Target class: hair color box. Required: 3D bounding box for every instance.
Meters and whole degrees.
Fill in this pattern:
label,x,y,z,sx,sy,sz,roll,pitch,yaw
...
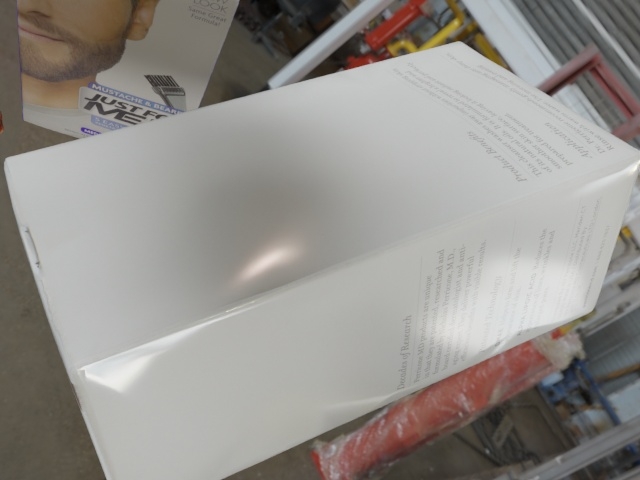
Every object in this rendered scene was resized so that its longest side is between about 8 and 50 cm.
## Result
label,x,y,z,sx,sy,sz,roll,pitch,yaw
hair color box,-0.195,-0.209,0.707,0.185,0.339,0.110,17,64,-14

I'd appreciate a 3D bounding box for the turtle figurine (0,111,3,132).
label,x,y,z,sx,sy,sz,roll,pitch,yaw
turtle figurine,-0.329,-0.158,0.548,0.269,0.087,0.218,-83,177,-74

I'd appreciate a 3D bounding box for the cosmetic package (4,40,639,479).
label,x,y,z,sx,sy,sz,roll,pitch,yaw
cosmetic package,0.000,0.000,0.509,0.217,0.384,0.156,-127,-155,-45
